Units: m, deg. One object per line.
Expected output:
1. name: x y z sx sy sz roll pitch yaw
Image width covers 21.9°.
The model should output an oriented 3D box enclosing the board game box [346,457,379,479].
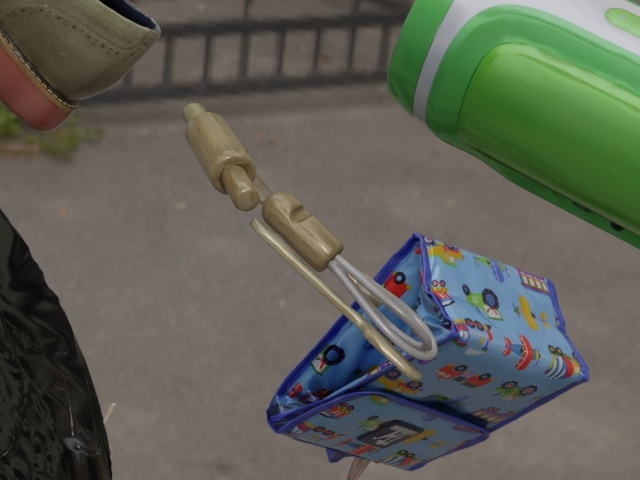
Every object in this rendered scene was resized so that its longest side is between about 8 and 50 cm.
1. board game box: 0.095 0.272 2.262 0.033 0.133 0.169 31 50 15

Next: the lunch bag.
1. lunch bag: 0.097 0.147 1.777 0.221 0.293 0.138 19 42 -40

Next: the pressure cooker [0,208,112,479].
1. pressure cooker: -0.371 0.128 0.849 0.375 0.420 0.370 31 30 -58

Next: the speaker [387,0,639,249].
1. speaker: 0.192 -0.066 0.975 0.296 0.131 0.131 29 27 14

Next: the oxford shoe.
1. oxford shoe: -0.244 -0.248 1.148 0.130 0.348 0.123 -32 20 12

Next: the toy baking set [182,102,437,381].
1. toy baking set: -0.005 -0.004 1.086 0.197 0.030 0.256 40 7 -23

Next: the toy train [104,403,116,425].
1. toy train: -0.271 0.269 1.577 0.105 0.248 0.143 38 3 -17
